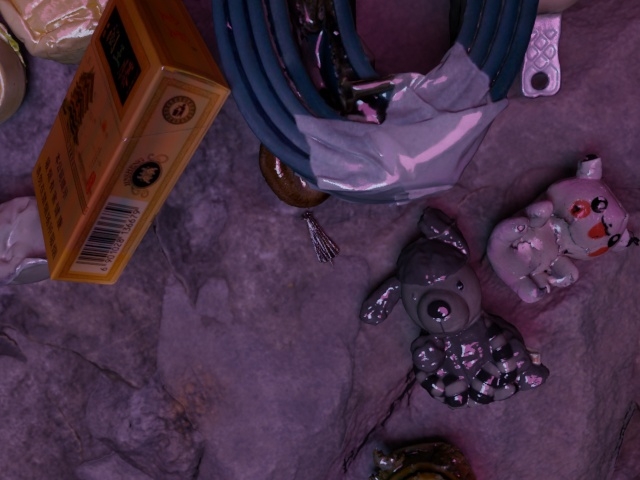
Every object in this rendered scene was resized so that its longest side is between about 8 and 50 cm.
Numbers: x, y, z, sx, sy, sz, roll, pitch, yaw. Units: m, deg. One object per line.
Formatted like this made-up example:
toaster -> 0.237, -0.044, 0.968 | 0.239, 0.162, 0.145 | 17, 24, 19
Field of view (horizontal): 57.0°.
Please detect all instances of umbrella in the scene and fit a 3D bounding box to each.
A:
umbrella -> 0.000, -0.001, 0.774 | 0.031, 0.020, 0.083 | -29, 98, 3

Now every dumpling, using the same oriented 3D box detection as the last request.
dumpling -> -0.355, 0.007, 0.699 | 0.188, 0.127, 0.108 | -3, 112, 4

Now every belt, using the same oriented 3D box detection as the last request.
belt -> 0.053, -0.253, 0.592 | 0.300, 0.173, 0.436 | -4, 90, 9

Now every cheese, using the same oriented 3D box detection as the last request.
cheese -> 0.275, -0.306, 0.691 | 0.163, 0.071, 0.248 | -25, 103, 4

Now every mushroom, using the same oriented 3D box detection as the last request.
mushroom -> -0.017, -0.103, 0.717 | 0.109, 0.085, 0.126 | 28, 91, 2

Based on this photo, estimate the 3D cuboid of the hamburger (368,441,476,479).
hamburger -> 0.138, 0.349, 0.810 | 0.185, 0.131, 0.159 | 45, 106, -5

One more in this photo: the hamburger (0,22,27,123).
hamburger -> -0.404, -0.199, 0.675 | 0.127, 0.081, 0.141 | -7, 115, 1

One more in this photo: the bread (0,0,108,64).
bread -> -0.296, -0.313, 0.640 | 0.140, 0.106, 0.236 | -21, 103, 3

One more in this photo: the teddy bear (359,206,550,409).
teddy bear -> 0.147, 0.103, 0.746 | 0.171, 0.144, 0.251 | -33, 100, 19

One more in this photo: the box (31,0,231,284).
box -> -0.213, -0.108, 0.617 | 0.076, 0.174, 0.274 | 9, 130, -43

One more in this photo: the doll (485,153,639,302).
doll -> 0.305, -0.011, 0.750 | 0.192, 0.095, 0.149 | -28, 109, 2
